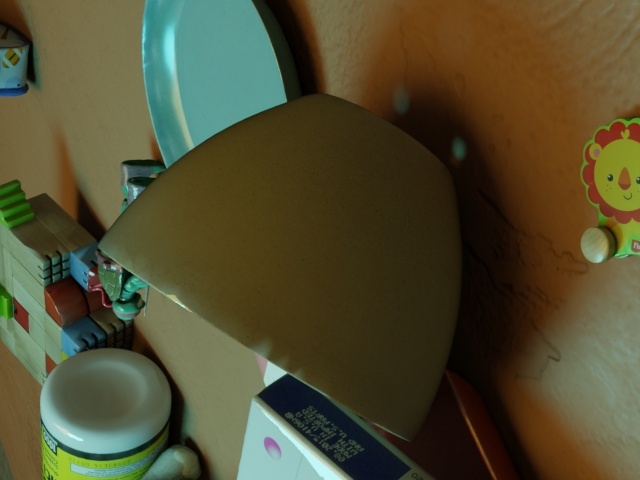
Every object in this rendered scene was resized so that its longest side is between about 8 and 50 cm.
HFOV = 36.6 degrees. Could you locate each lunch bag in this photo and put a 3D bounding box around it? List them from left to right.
[{"bbox_3d":[-0.642,-0.301,1.581,0.243,0.303,0.115,37,125,47],"label":"lunch bag"}]

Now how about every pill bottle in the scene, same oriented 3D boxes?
[{"bbox_3d":[-0.331,0.341,1.485,0.188,0.188,0.334,47,140,38],"label":"pill bottle"}]

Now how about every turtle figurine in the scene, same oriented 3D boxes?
[{"bbox_3d":[-0.231,0.021,1.258,0.175,0.118,0.234,33,125,48],"label":"turtle figurine"}]

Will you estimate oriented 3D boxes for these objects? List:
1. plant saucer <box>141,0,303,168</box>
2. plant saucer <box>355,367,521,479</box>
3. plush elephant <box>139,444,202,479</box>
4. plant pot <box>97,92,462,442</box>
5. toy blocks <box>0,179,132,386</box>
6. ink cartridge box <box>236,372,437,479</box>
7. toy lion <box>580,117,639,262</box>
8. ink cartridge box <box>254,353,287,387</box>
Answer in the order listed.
[{"bbox_3d":[-0.102,-0.147,1.024,0.317,0.043,0.317,34,133,46],"label":"plant saucer"},{"bbox_3d":[0.115,0.257,0.862,0.258,0.047,0.259,66,149,14],"label":"plant saucer"},{"bbox_3d":[-0.211,0.485,1.312,0.255,0.330,0.272,25,119,30],"label":"plush elephant"},{"bbox_3d":[0.000,0.000,0.756,0.284,0.284,0.191,25,81,52],"label":"plant pot"},{"bbox_3d":[-0.407,0.117,1.554,0.261,0.191,0.381,38,136,29],"label":"toy blocks"},{"bbox_3d":[0.050,0.322,0.819,0.324,0.071,0.330,35,132,28],"label":"ink cartridge box"},{"bbox_3d":[0.204,-0.028,0.604,0.100,0.034,0.096,23,116,52],"label":"toy lion"},{"bbox_3d":[0.006,0.104,0.946,0.198,0.067,0.115,-37,72,57],"label":"ink cartridge box"}]
